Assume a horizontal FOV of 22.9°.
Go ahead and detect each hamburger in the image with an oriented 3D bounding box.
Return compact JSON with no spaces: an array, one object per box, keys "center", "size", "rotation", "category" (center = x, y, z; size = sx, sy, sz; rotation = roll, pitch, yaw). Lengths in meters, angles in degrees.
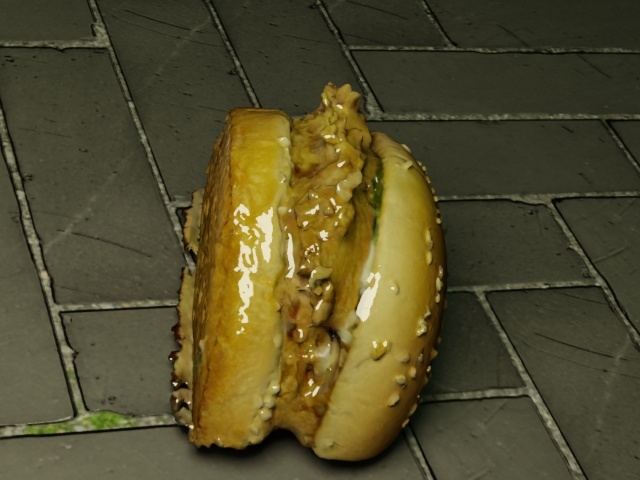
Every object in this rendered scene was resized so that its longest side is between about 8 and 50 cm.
[{"center":[0.000,0.000,1.624],"size":[0.268,0.287,0.445],"rotation":[11,40,-9],"category":"hamburger"}]
